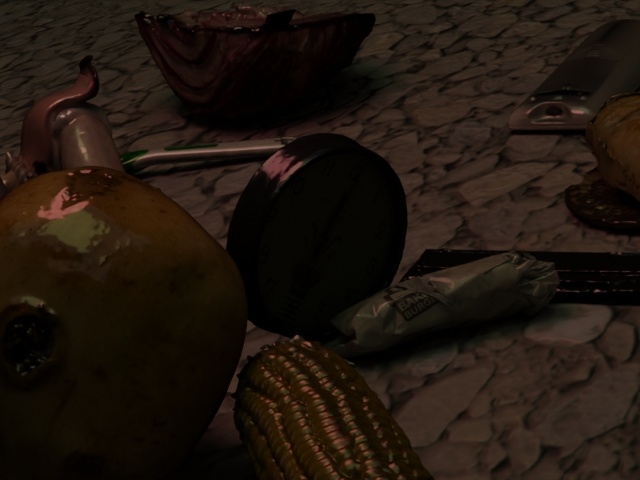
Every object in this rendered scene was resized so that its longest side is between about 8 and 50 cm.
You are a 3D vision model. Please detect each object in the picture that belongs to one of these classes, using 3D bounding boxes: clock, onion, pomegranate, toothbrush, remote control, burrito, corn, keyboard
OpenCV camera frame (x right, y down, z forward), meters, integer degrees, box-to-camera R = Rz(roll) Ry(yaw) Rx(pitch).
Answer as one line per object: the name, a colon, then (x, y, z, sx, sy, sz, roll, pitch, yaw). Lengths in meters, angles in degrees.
clock: (0.000, 0.000, 1.496, 0.184, 0.184, 0.040, -25, 33, -34)
onion: (-0.062, -0.230, 2.200, 0.280, 0.146, 0.314, -5, 8, -28)
pomegranate: (-0.177, 0.074, 1.293, 0.260, 0.260, 0.260, -8, 21, 3)
toothbrush: (-0.229, -0.085, 2.030, 0.418, 0.040, 0.042, -5, 24, 0)
remote control: (0.324, -0.203, 2.052, 0.109, 0.055, 0.313, 2, 24, 29)
burrito: (0.107, 0.053, 1.481, 0.203, 0.064, 0.064, -15, 21, -10)
corn: (0.011, 0.155, 1.193, 0.115, 0.115, 0.318, -14, 21, -11)
keyboard: (0.196, 0.030, 1.559, 0.250, 0.017, 0.087, 1, 24, 27)

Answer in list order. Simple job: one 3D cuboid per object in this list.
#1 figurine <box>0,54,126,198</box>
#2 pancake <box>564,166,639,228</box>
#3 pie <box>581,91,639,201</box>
figurine: (-0.373, -0.039, 1.730, 0.361, 0.211, 0.253, -18, -10, -21)
pancake: (0.333, -0.049, 1.697, 0.199, 0.021, 0.199, -9, 21, 3)
pie: (0.335, -0.080, 1.656, 0.128, 0.068, 0.282, -14, 25, -5)
